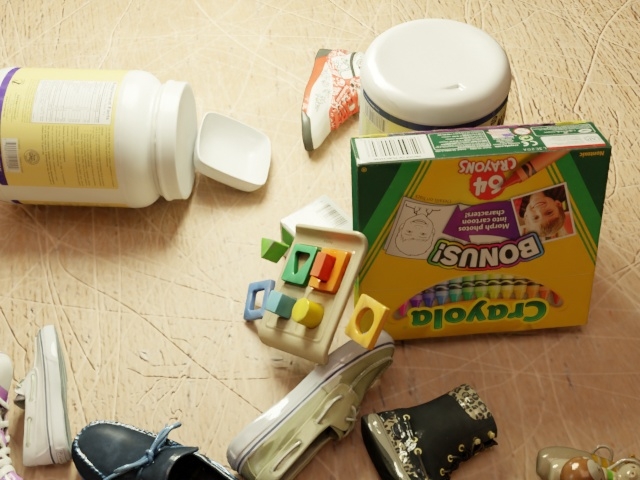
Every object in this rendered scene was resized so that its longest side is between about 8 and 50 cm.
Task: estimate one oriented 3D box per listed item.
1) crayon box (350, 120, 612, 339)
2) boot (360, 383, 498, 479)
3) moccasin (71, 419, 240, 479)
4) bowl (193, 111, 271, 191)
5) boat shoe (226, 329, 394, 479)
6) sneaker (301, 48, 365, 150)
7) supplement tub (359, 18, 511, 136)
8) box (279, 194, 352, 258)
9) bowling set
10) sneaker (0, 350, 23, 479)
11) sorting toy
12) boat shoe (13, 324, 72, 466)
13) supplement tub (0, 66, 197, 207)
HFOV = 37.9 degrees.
[{"bbox_3d":[0.231,-0.009,1.407,0.363,0.313,0.106,-4,31,-2],"label":"crayon box"},{"bbox_3d":[0.179,0.313,1.290,0.179,0.085,0.236,-18,51,-17],"label":"boot"},{"bbox_3d":[-0.188,0.318,1.268,0.342,0.116,0.137,18,52,15],"label":"moccasin"},{"bbox_3d":[-0.165,-0.155,1.688,0.142,0.053,0.142,22,47,-20],"label":"bowl"},{"bbox_3d":[0.005,0.249,1.343,0.302,0.109,0.094,-39,64,-17],"label":"boat shoe"},{"bbox_3d":[0.049,-0.274,1.787,0.145,0.090,0.270,5,47,8],"label":"sneaker"},{"bbox_3d":[0.181,-0.174,1.545,0.236,0.324,0.235,-1,50,1],"label":"supplement tub"},{"bbox_3d":[0.000,0.000,1.556,0.102,0.087,0.101,-31,56,-22],"label":"box"},{"bbox_3d":[0.367,0.359,1.181,0.154,0.199,0.287,6,54,4],"label":"bowling set"},{"bbox_3d":[-0.451,0.296,1.294,0.161,0.102,0.282,9,66,13],"label":"sneaker"},{"bbox_3d":[-0.023,0.071,1.371,0.348,0.047,0.195,9,79,54],"label":"sorting toy"},{"bbox_3d":[-0.415,0.225,1.374,0.076,0.083,0.226,-11,51,-9],"label":"boat shoe"},{"bbox_3d":[-0.394,-0.177,1.614,0.332,0.241,0.241,2,50,2],"label":"supplement tub"}]
